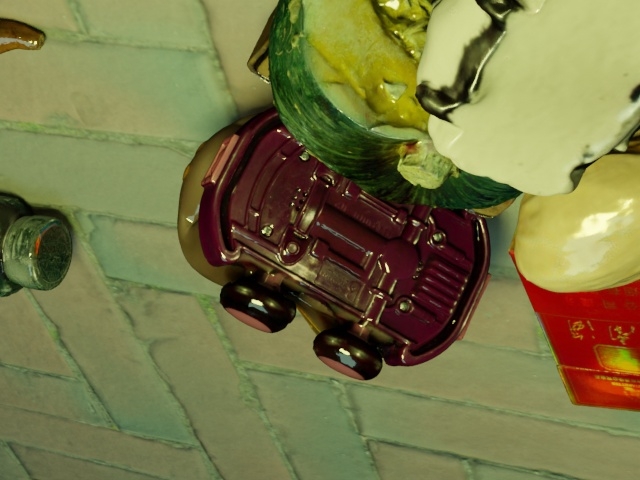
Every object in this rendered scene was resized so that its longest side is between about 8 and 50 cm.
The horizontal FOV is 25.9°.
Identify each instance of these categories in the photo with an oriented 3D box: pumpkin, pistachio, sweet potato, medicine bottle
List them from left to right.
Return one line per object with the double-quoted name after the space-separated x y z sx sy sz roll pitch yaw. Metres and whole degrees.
-0.445 -0.243 1.620 0.265 0.057 0.057 12 147 10 "sweet potato"
-0.492 0.002 1.928 0.293 0.141 0.141 8 145 23 "medicine bottle"
0.092 -0.147 1.240 0.293 0.263 0.197 23 157 -11 "pumpkin"
0.295 -0.028 1.370 0.229 0.157 0.157 -25 127 28 "pistachio"

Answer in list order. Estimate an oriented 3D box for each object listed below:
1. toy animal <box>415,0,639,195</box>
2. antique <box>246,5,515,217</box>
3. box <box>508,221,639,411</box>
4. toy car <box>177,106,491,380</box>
0.177 -0.155 1.071 0.204 0.156 0.208 16 131 -15 "toy animal"
0.084 -0.142 1.410 0.310 0.087 0.093 32 146 -14 "antique"
0.353 0.083 1.575 0.197 0.089 0.313 2 143 28 "box"
0.000 0.000 1.543 0.341 0.271 0.240 32 165 -15 "toy car"
